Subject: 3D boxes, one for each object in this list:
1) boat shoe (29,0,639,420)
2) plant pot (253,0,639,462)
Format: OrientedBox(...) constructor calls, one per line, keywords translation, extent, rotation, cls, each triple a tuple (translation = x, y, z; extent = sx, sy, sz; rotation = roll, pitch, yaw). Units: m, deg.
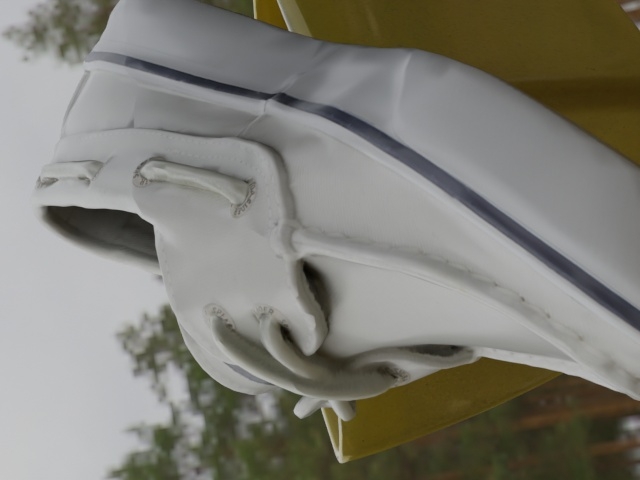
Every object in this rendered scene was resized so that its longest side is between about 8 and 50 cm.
OrientedBox(translation=(0.000, 0.000, 0.420), extent=(0.096, 0.267, 0.088), rotation=(35, -96, -40), cls="boat shoe")
OrientedBox(translation=(0.076, -0.039, 0.883), extent=(0.212, 0.187, 0.212), rotation=(-109, 14, -55), cls="plant pot")
